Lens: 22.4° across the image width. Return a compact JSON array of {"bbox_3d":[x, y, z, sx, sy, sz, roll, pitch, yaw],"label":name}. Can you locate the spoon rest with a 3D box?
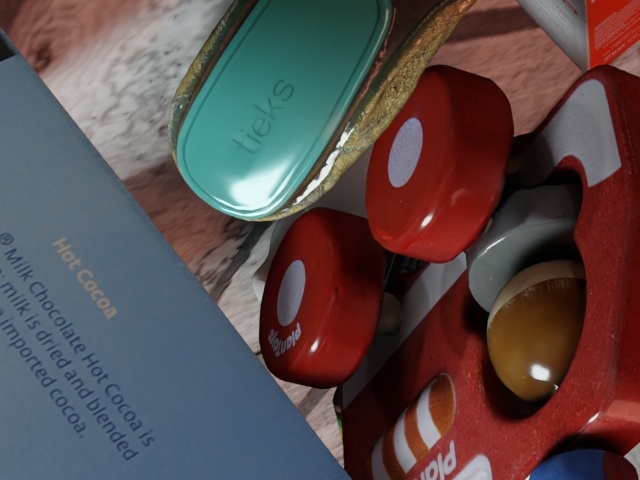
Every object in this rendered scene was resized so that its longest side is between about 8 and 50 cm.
[{"bbox_3d":[0.000,0.000,1.056,0.276,0.084,0.137,96,15,-61],"label":"spoon rest"}]

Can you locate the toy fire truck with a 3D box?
[{"bbox_3d":[0.093,0.071,0.830,0.169,0.254,0.302,15,138,-23],"label":"toy fire truck"}]

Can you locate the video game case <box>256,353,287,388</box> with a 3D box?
[{"bbox_3d":[-0.138,0.182,1.335,0.227,0.026,0.206,-20,154,-44],"label":"video game case"}]

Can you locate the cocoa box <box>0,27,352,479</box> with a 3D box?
[{"bbox_3d":[-0.154,0.092,0.564,0.228,0.347,0.231,-32,161,-22],"label":"cocoa box"}]

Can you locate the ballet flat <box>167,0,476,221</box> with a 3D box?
[{"bbox_3d":[0.040,-0.151,0.762,0.123,0.123,0.348,-16,151,-49],"label":"ballet flat"}]

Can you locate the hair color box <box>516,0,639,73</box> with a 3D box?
[{"bbox_3d":[0.141,-0.166,0.917,0.053,0.093,0.167,-39,163,0],"label":"hair color box"}]

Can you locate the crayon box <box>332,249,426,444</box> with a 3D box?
[{"bbox_3d":[0.080,0.055,1.159,0.318,0.081,0.202,81,28,-79],"label":"crayon box"}]
